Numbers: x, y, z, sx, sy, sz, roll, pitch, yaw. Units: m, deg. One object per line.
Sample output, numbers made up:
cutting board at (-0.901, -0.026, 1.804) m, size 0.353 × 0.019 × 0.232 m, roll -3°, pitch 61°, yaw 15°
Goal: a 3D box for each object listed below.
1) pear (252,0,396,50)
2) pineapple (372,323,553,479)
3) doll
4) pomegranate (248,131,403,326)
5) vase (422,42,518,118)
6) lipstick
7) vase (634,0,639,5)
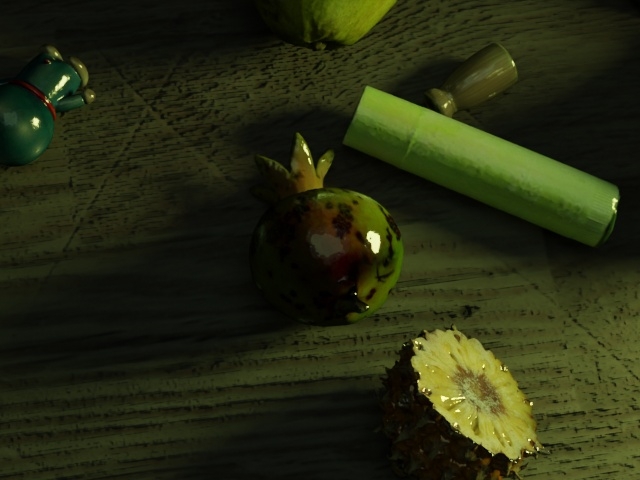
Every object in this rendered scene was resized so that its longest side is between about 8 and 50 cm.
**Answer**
pear at (0.005, -0.334, 1.324) m, size 0.212 × 0.212 × 0.269 m, roll 1°, pitch 83°, yaw -6°
pineapple at (0.118, 0.193, 1.243) m, size 0.176 × 0.137 × 0.161 m, roll 48°, pitch 32°, yaw 13°
doll at (-0.309, -0.136, 1.301) m, size 0.114 × 0.085 × 0.152 m, roll 24°, pitch 62°, yaw 16°
pomegranate at (-0.001, -0.013, 1.265) m, size 0.156 × 0.156 × 0.220 m, roll -11°, pitch 72°, yaw -9°
vase at (0.164, -0.171, 1.374) m, size 0.100 × 0.053 × 0.053 m, roll -34°, pitch 81°, yaw -9°
lipstick at (0.175, -0.079, 1.338) m, size 0.304 × 0.076 × 0.076 m, roll 23°, pitch 73°, yaw 0°
vase at (0.438, -0.375, 1.319) m, size 0.173 × 0.321 × 0.173 m, roll 2°, pitch 74°, yaw -6°
